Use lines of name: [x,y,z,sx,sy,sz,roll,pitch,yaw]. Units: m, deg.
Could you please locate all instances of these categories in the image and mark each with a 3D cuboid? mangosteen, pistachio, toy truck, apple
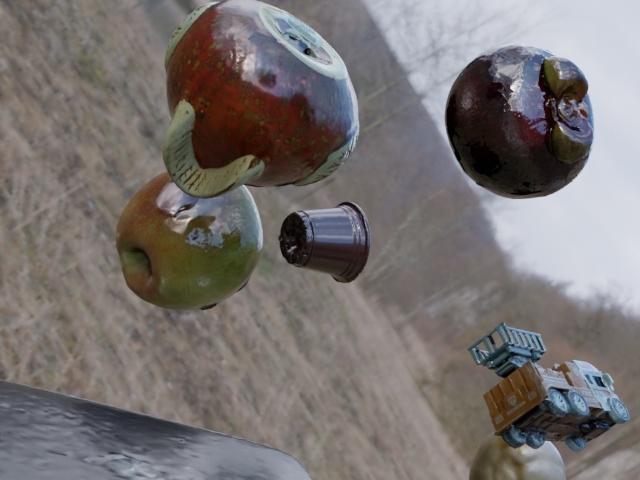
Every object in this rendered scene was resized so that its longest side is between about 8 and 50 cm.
mangosteen: [0.194,-0.114,0.964,0.152,0.152,0.152,58,1,-1]
pistachio: [0.282,0.341,1.457,0.144,0.144,0.215,59,-6,35]
toy truck: [0.253,0.165,1.140,0.178,0.080,0.115,17,41,-42]
apple: [-0.185,-0.002,1.500,0.188,0.174,0.207,-39,105,-44]

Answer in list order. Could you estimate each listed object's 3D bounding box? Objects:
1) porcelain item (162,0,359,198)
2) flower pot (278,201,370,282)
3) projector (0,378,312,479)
porcelain item: [-0.085,-0.144,1.186,0.253,0.253,0.253,58,1,-1]
flower pot: [0.000,0.000,1.378,0.089,0.111,0.111,4,38,-34]
projector: [-0.192,0.307,0.889,0.395,0.242,0.405,18,4,-13]
